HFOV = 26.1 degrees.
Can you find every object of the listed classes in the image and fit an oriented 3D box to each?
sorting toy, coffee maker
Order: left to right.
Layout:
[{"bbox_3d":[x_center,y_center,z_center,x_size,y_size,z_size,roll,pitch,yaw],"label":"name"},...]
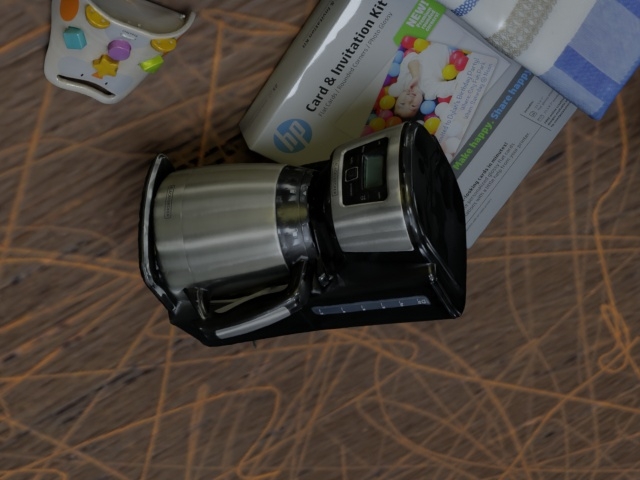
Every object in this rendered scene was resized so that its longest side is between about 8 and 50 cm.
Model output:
[{"bbox_3d":[-0.127,-0.113,0.823,0.083,0.045,0.075,17,136,-27],"label":"sorting toy"},{"bbox_3d":[0.000,0.000,0.863,0.178,0.120,0.171,-7,172,17],"label":"coffee maker"}]

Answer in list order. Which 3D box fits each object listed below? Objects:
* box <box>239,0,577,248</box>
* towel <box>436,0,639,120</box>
[{"bbox_3d":[0.064,-0.089,0.896,0.186,0.038,0.145,24,113,-29],"label":"box"},{"bbox_3d":[0.131,-0.221,0.796,0.285,0.034,0.209,32,93,-33],"label":"towel"}]
